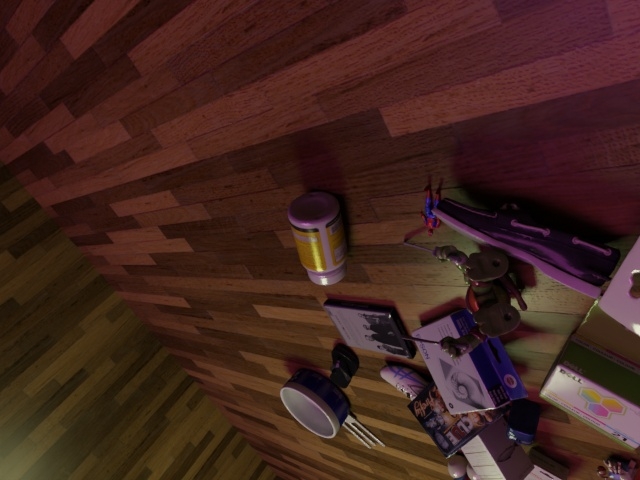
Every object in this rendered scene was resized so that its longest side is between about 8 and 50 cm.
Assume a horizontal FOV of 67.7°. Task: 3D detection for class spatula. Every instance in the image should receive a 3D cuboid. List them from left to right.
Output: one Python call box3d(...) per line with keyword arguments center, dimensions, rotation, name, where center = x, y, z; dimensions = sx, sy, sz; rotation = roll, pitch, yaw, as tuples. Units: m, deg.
box3d(center=(0.140, 0.753, 1.911), dimensions=(0.242, 0.019, 0.168), rotation=(42, 145, -1), name="spatula")

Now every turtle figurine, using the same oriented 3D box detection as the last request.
box3d(center=(0.251, 0.113, 0.894), dimensions=(0.274, 0.198, 0.266), rotation=(25, 170, 11), name="turtle figurine")

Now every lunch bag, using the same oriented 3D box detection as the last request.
box3d(center=(0.492, 0.448, 1.164), dimensions=(0.067, 0.098, 0.065), rotation=(12, 140, 27), name="lunch bag")

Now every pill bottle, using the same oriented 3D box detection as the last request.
box3d(center=(0.000, 0.000, 1.123), dimensions=(0.119, 0.119, 0.209), rotation=(17, 139, 30), name="pill bottle")

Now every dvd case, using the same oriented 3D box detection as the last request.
box3d(center=(0.135, 0.247, 1.347), dimensions=(0.238, 0.030, 0.179), rotation=(1, 130, 44), name="dvd case")

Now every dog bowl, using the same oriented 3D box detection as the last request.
box3d(center=(-0.023, 0.623, 1.830), dimensions=(0.264, 0.104, 0.265), rotation=(26, 140, 25), name="dog bowl")

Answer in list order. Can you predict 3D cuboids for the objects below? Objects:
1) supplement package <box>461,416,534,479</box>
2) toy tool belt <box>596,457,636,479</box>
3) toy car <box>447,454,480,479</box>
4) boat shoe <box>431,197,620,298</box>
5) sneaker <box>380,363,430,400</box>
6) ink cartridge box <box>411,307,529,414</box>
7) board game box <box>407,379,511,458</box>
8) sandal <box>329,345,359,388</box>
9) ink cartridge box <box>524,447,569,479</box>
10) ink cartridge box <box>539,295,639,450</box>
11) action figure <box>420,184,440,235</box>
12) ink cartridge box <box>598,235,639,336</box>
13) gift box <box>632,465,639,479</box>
box3d(center=(0.451, 0.548, 1.261), dimensions=(0.179, 0.105, 0.105), rotation=(59, 147, 12), name="supplement package")
box3d(center=(0.692, 0.529, 1.116), dimensions=(0.083, 0.052, 0.051), rotation=(-4, 94, 42), name="toy tool belt")
box3d(center=(0.484, 0.776, 1.501), dimensions=(0.159, 0.136, 0.182), rotation=(48, 145, -11), name="toy car")
box3d(center=(0.340, -0.012, 0.814), dimensions=(0.302, 0.091, 0.114), rotation=(29, -172, 16), name="boat shoe")
box3d(center=(0.272, 0.431, 1.370), dimensions=(0.237, 0.086, 0.085), rotation=(21, 143, 28), name="sneaker")
box3d(center=(0.330, 0.279, 1.099), dimensions=(0.224, 0.045, 0.224), rotation=(-46, 65, 54), name="ink cartridge box")
box3d(center=(0.343, 0.423, 1.214), dimensions=(0.165, 0.042, 0.243), rotation=(51, 132, 27), name="board game box")
box3d(center=(0.072, 0.438, 1.594), dimensions=(0.097, 0.054, 0.255), rotation=(26, 143, 21), name="sandal")
box3d(center=(0.602, 0.637, 1.300), dimensions=(0.104, 0.062, 0.181), rotation=(25, 143, 23), name="ink cartridge box")
box3d(center=(0.543, 0.246, 0.880), dimensions=(0.188, 0.097, 0.255), rotation=(29, 145, 28), name="ink cartridge box")
box3d(center=(0.217, -0.053, 0.938), dimensions=(0.038, 0.030, 0.115), rotation=(15, 140, 26), name="action figure")
box3d(center=(0.591, 0.113, 0.628), dimensions=(0.353, 0.119, 0.207), rotation=(43, 151, 35), name="ink cartridge box")
box3d(center=(0.714, 0.475, 0.802), dimensions=(0.257, 0.255, 0.277), rotation=(1, 129, 8), name="gift box")
